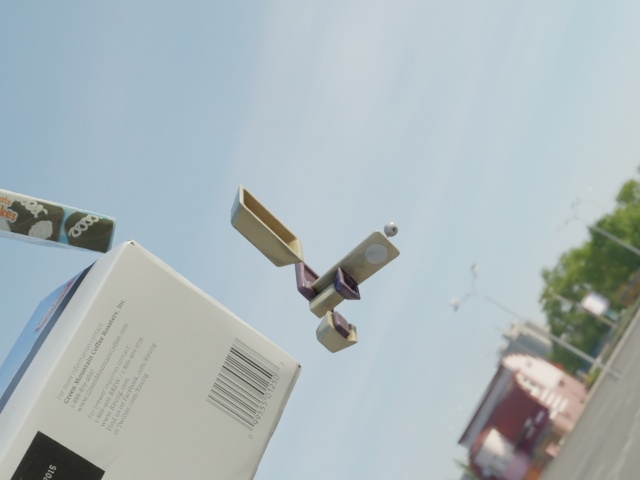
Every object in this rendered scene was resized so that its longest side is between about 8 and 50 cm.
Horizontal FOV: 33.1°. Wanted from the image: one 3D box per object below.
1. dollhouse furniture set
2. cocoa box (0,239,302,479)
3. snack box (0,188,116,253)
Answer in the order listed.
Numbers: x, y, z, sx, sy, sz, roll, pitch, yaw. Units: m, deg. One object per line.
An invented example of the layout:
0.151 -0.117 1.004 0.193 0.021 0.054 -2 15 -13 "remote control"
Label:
0.000 0.000 0.739 0.081 0.114 0.091 -39 25 16 "dollhouse furniture set"
-0.221 0.222 1.046 0.228 0.231 0.347 -28 31 50 "cocoa box"
-0.474 -0.041 1.532 0.322 0.187 0.060 16 -98 -49 "snack box"
